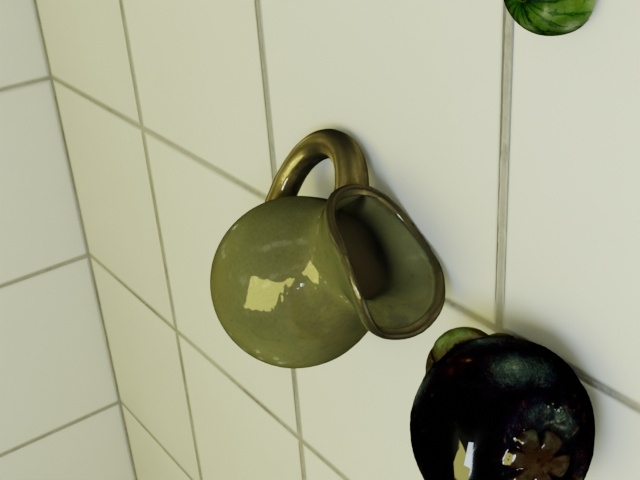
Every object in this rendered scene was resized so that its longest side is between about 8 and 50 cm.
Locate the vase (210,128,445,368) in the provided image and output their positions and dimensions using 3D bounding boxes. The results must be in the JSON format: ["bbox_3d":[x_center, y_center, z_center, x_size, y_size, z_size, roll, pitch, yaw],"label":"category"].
[{"bbox_3d":[0.000,0.000,1.245,0.302,0.241,0.329,-26,60,48],"label":"vase"}]

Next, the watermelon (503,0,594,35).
[{"bbox_3d":[0.209,-0.243,0.866,0.105,0.062,0.105,44,147,40],"label":"watermelon"}]

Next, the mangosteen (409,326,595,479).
[{"bbox_3d":[0.201,0.211,1.042,0.243,0.243,0.243,36,138,42],"label":"mangosteen"}]
